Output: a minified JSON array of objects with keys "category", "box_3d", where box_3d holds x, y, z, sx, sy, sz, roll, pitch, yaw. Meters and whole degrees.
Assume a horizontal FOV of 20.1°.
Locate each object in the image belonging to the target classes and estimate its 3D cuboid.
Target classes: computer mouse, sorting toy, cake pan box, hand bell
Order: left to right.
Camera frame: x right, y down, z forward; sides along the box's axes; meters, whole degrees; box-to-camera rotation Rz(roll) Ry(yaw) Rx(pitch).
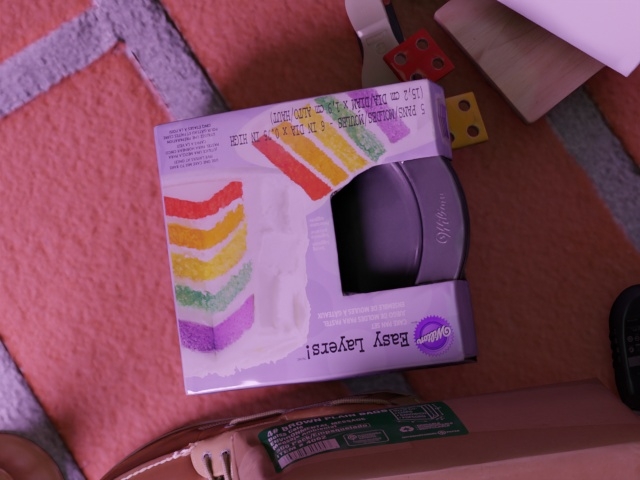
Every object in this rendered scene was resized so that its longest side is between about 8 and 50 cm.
[{"category":"hand bell","box_3d":[-0.289,0.216,1.484,0.126,0.242,0.126,0,82,2]},{"category":"cake pan box","box_3d":[0.000,0.000,1.563,0.267,0.070,0.246,-7,87,16]},{"category":"sorting toy","box_3d":[0.183,-0.180,1.629,0.274,0.046,0.132,-38,82,-15]},{"category":"computer mouse","box_3d":[0.294,0.159,1.591,0.071,0.041,0.242,-5,86,-17]}]

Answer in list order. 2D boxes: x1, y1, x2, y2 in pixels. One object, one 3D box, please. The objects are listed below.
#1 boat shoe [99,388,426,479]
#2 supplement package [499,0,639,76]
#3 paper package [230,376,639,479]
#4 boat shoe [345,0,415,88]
[{"category":"boat shoe","box_3d":[-0.050,0.197,1.544,0.324,0.120,0.122,-19,81,-2]},{"category":"supplement package","box_3d":[0.266,-0.325,1.547,0.198,0.199,0.263,31,68,1]},{"category":"paper package","box_3d":[0.108,0.287,1.439,0.325,0.168,0.309,-7,100,-10]},{"category":"boat shoe","box_3d":[0.058,-0.168,1.638,0.049,0.043,0.137,-20,81,16]}]
